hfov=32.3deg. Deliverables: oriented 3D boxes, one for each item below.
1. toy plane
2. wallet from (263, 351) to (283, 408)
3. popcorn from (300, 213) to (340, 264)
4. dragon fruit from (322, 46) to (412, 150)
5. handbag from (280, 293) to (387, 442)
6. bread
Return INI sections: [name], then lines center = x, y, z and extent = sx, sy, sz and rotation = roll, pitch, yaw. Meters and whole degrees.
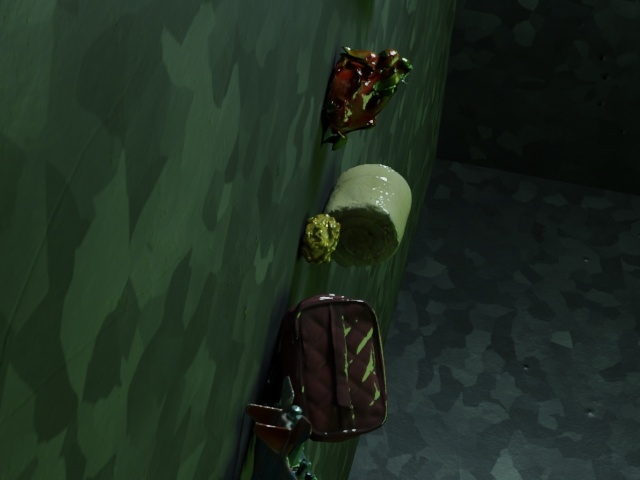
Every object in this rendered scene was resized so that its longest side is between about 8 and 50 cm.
[toy plane]
center = -0.075, 0.373, 1.625
extent = 0.223, 0.104, 0.326
rotation = -125, -138, -61
[wallet]
center = -0.063, 0.212, 1.774
extent = 0.157, 0.018, 0.082
rotation = -66, 164, -52
[popcorn]
center = 0.000, 0.000, 1.782
extent = 0.083, 0.057, 0.082
rotation = 91, 15, -61
[dragon fruit]
center = 0.062, -0.240, 1.761
extent = 0.142, 0.175, 0.138
rotation = 60, 19, -28
[handbag]
center = 0.019, 0.195, 1.698
extent = 0.135, 0.146, 0.225
rotation = 157, -70, -74
[bread]
center = 0.078, -0.044, 1.934
extent = 0.134, 0.148, 0.141
rotation = 55, 32, -25
